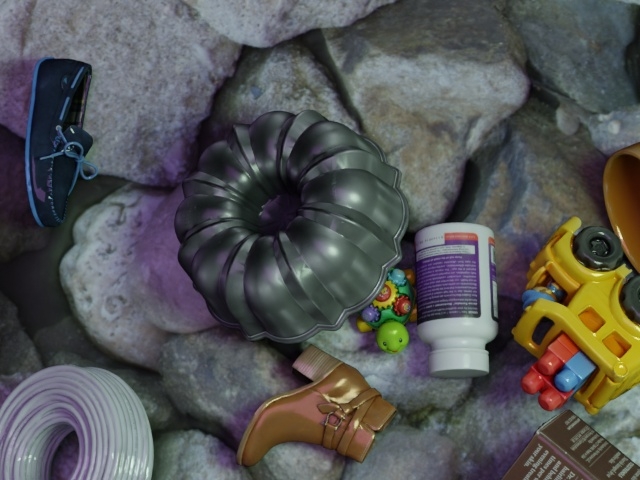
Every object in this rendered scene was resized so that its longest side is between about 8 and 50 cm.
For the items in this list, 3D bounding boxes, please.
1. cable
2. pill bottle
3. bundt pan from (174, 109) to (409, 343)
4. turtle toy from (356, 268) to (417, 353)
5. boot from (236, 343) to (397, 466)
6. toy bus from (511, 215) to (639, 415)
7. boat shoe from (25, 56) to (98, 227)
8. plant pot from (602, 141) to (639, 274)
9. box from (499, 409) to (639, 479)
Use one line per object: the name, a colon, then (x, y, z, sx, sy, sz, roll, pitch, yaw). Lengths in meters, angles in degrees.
cable: (-0.333, 0.290, 1.922, 0.257, 0.089, 0.257, 8, 76, 39)
pill bottle: (0.180, 0.081, 1.931, 0.108, 0.108, 0.193, -3, 74, 8)
bundt pan: (-0.054, -0.035, 1.948, 0.331, 0.124, 0.331, -9, 64, 20)
turtle toy: (0.089, 0.091, 1.965, 0.095, 0.066, 0.130, -14, 73, 5)
boot: (-0.007, 0.253, 1.937, 0.152, 0.073, 0.197, 36, 86, 12)
toy bus: (0.320, 0.111, 1.846, 0.211, 0.149, 0.220, -33, 69, -27)
boat shoe: (-0.369, -0.147, 2.084, 0.089, 0.109, 0.258, -2, 77, 5)
plant pot: (0.500, -0.055, 1.883, 0.188, 0.205, 0.205, -23, 72, -14)
box: (0.377, 0.402, 1.766, 0.381, 0.143, 0.191, 41, 112, 17)
